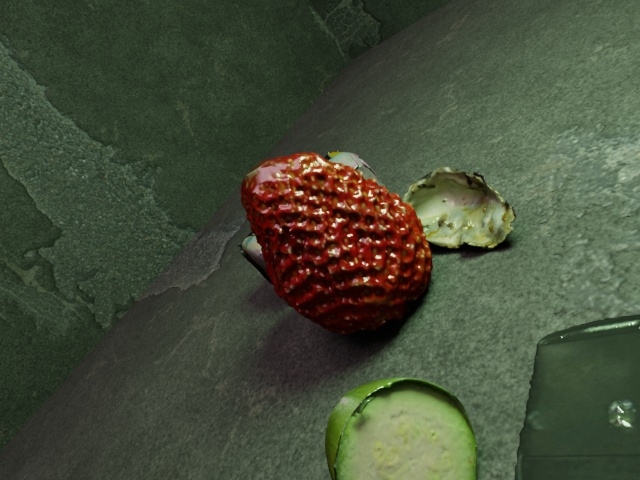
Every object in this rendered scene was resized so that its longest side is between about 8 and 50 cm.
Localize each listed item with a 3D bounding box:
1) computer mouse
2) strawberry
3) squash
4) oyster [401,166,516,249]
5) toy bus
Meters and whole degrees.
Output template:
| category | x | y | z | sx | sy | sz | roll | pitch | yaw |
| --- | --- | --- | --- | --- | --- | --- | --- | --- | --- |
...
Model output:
| category | x | y | z | sx | sy | sz | roll | pitch | yaw |
| --- | --- | --- | --- | --- | --- | --- | --- | --- | --- |
| computer mouse | 0.270 | 0.178 | 0.388 | 0.168 | 0.087 | 0.295 | -20 | 19 | 36 |
| strawberry | 0.000 | 0.000 | 0.786 | 0.312 | 0.351 | 0.267 | -7 | 50 | 46 |
| squash | 0.078 | 0.231 | 0.511 | 0.170 | 0.170 | 0.123 | -49 | 12 | -15 |
| oyster | 0.239 | -0.043 | 0.837 | 0.166 | 0.094 | 0.294 | -61 | 33 | 5 |
| toy bus | 0.000 | -0.053 | 1.124 | 0.386 | 0.171 | 0.162 | -48 | 34 | -14 |
